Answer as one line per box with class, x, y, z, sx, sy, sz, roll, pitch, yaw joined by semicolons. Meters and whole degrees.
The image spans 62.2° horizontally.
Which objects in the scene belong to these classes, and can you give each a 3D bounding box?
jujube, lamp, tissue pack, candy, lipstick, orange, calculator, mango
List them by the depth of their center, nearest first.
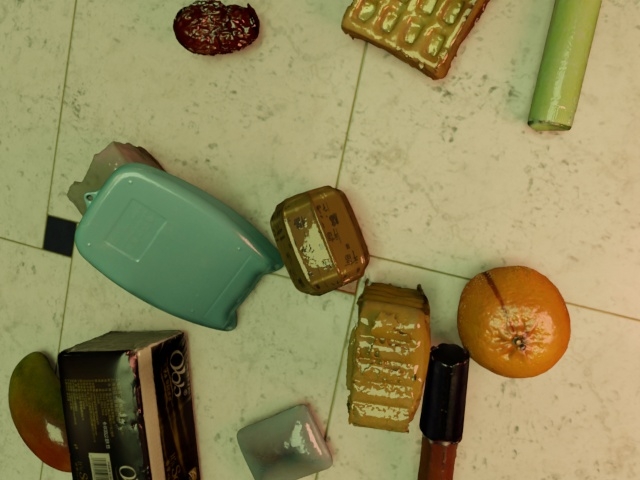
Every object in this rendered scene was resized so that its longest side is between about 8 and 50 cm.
lipstick;0.414;-0.333;0.882;0.076;0.076;0.304;13;97;14
orange;0.324;0.138;0.898;0.193;0.161;0.193;0;89;7
lipstick;0.210;0.378;0.950;0.077;0.077;0.418;7;111;15
lamp;0.000;0.000;0.982;0.161;0.161;0.185;-21;91;16
calculator;-0.277;0.020;1.023;0.386;0.054;0.256;34;104;-17
jujube;-0.201;-0.407;1.034;0.166;0.104;0.104;5;96;7
candy;-0.075;0.422;1.075;0.174;0.071;0.138;-27;87;16
candy;-0.394;-0.079;1.093;0.185;0.137;0.195;-41;85;15
tissue pack;-0.389;0.384;1.094;0.210;0.198;0.369;-3;94;13
mango;-0.610;0.392;1.197;0.289;0.129;0.146;40;105;18

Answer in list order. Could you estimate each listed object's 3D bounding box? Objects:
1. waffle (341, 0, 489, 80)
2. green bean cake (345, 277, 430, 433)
waffle;0.197;-0.470;0.922;0.224;0.098;0.327;31;103;12
green bean cake;0.119;0.193;0.926;0.131;0.230;0.224;7;99;8
